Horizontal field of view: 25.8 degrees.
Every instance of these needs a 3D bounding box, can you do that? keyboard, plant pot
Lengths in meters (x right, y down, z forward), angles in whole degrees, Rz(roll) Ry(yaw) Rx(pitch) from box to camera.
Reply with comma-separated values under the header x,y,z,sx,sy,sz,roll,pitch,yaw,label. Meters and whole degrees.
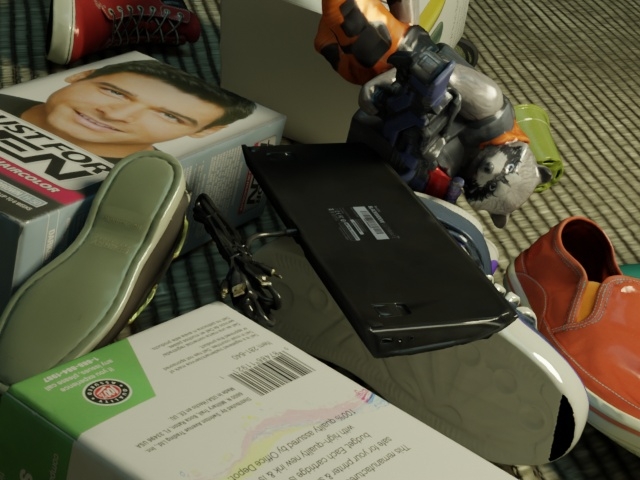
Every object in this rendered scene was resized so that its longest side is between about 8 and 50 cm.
x,y,z,sx,sy,sz,roll,pitch,yaw,label
0.000,0.000,1.063,0.201,0.033,0.317,-3,27,-19,keyboard
0.237,-0.098,1.587,0.083,0.083,0.079,2,41,-24,plant pot

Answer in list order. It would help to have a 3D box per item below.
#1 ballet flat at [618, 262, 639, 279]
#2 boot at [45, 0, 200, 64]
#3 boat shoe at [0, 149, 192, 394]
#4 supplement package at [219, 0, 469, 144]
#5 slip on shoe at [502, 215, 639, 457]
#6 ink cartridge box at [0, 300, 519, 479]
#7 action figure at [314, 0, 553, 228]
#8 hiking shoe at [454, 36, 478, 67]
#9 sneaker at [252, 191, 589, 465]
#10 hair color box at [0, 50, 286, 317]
x,y,z,sx,sy,sz,roll,pitch,yaw,label
0.360,0.059,1.296,0.086,0.086,0.248,-6,0,-36,ballet flat
-0.228,-0.254,1.638,0.176,0.088,0.244,13,22,-8,boot
-0.164,0.037,1.044,0.081,0.069,0.228,20,59,20,boat shoe
0.035,-0.258,1.553,0.198,0.199,0.263,22,51,15,supplement package
0.245,0.081,1.171,0.123,0.101,0.331,27,20,-22,slip on shoe
-0.033,0.169,0.854,0.278,0.117,0.201,28,29,28,ink cartridge box
0.088,-0.162,1.245,0.178,0.341,0.330,-36,86,-15,action figure
0.129,-0.187,1.710,0.226,0.086,0.114,-23,52,-39,hiking shoe
0.121,0.047,1.161,0.322,0.130,0.236,24,31,31,sneaker
-0.210,-0.054,1.213,0.185,0.114,0.374,25,27,21,hair color box
